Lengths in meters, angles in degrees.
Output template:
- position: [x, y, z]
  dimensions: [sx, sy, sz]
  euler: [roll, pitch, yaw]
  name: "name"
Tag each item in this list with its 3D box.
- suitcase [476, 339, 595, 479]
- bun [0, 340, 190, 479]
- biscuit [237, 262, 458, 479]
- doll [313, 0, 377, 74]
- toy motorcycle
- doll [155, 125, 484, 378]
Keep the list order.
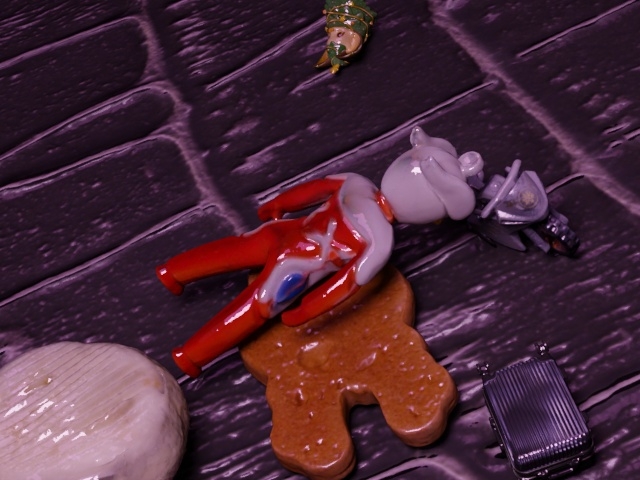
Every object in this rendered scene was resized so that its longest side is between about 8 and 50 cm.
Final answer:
- position: [0.206, 0.169, 1.111]
  dimensions: [0.086, 0.059, 0.126]
  euler: [-21, 45, 2]
  name: "suitcase"
- position: [-0.244, 0.214, 1.174]
  dimensions: [0.239, 0.141, 0.239]
  euler: [-9, 41, 8]
  name: "bun"
- position: [0.014, 0.107, 1.244]
  dimensions: [0.202, 0.047, 0.334]
  euler: [-25, 47, 0]
  name: "biscuit"
- position: [0.040, -0.274, 1.591]
  dimensions: [0.078, 0.076, 0.113]
  euler: [-11, 72, 45]
  name: "doll"
- position: [0.185, -0.048, 1.274]
  dimensions: [0.215, 0.122, 0.080]
  euler: [32, 80, 38]
  name: "toy motorcycle"
- position: [0.000, 0.000, 1.238]
  dimensions: [0.384, 0.099, 0.188]
  euler: [-29, 46, 14]
  name: "doll"
